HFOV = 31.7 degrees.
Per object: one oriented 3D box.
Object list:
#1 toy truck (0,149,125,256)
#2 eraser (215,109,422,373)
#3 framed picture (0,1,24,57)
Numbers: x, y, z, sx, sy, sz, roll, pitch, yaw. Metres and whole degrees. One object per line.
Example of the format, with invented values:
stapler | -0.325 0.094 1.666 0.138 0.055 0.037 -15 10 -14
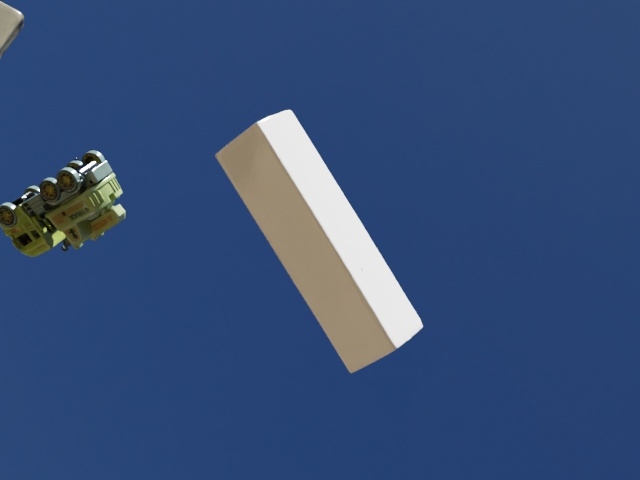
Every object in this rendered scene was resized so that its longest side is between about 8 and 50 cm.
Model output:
toy truck | -0.319 -0.036 1.415 0.169 0.077 0.100 -26 -78 29
eraser | -0.001 0.000 1.297 0.078 0.076 0.298 -33 -92 36
framed picture | -0.456 -0.095 0.805 0.326 0.446 0.028 27 -35 -9
